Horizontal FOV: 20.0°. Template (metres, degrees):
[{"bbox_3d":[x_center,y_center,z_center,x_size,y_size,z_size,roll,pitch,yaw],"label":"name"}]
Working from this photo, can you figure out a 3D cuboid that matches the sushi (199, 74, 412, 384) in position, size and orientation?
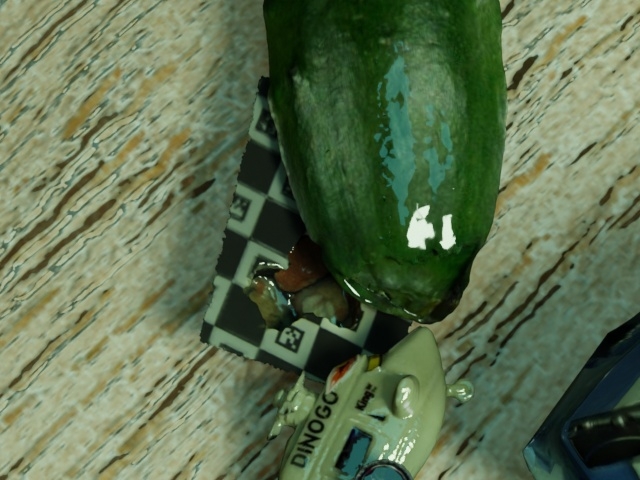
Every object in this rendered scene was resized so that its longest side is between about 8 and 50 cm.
[{"bbox_3d":[0.000,0.000,1.172,0.139,0.031,0.201,20,64,-16],"label":"sushi"}]

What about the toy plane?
[{"bbox_3d":[-0.009,0.170,1.071,0.108,0.092,0.286,26,75,8],"label":"toy plane"}]

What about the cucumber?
[{"bbox_3d":[0.046,-0.115,1.164,0.145,0.105,0.325,9,65,-23],"label":"cucumber"}]

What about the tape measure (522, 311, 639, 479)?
[{"bbox_3d":[0.294,0.120,1.026,0.259,0.138,0.262,-38,88,-29],"label":"tape measure"}]
